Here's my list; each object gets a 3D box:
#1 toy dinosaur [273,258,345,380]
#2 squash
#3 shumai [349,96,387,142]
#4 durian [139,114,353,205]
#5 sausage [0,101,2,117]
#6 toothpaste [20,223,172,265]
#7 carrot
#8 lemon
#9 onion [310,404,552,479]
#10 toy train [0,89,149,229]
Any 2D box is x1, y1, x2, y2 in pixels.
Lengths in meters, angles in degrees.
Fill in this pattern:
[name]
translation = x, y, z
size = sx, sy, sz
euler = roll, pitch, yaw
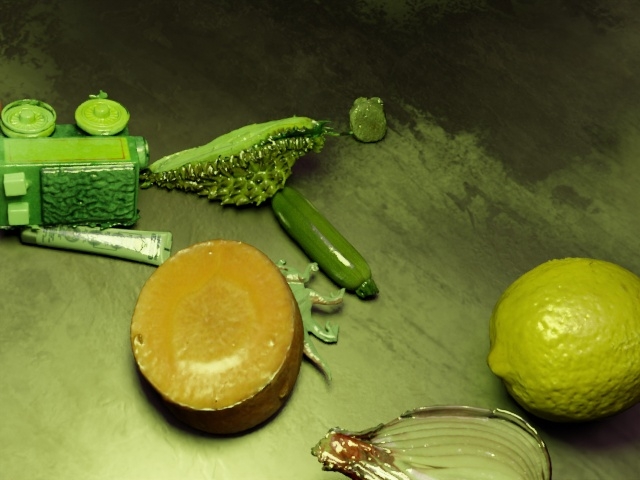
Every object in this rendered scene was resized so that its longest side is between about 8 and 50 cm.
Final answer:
[toy dinosaur]
translation = -0.040, 0.119, 1.742
size = 0.167, 0.053, 0.242
euler = -1, 58, -9
[squash]
translation = 0.000, 0.000, 1.817
size = 0.069, 0.069, 0.258
euler = -33, 67, -27
[shumai]
translation = 0.079, -0.225, 1.992
size = 0.083, 0.082, 0.080
euler = 23, 12, -29
[durian]
translation = -0.120, -0.130, 1.845
size = 0.375, 0.106, 0.132
euler = -13, 33, 9
[sausage]
translation = -0.585, -0.185, 1.843
size = 0.062, 0.062, 0.154
euler = 18, 56, 2
[toothpaste]
translation = -0.361, -0.001, 1.774
size = 0.239, 0.039, 0.062
euler = 7, 72, -6
[carrot]
translation = -0.153, 0.134, 1.665
size = 0.259, 0.100, 0.307
euler = 3, 62, -1
[lemon]
translation = 0.400, 0.151, 1.675
size = 0.311, 0.253, 0.253
euler = -10, 59, -17
[onion]
translation = 0.156, 0.361, 1.557
size = 0.349, 0.159, 0.267
euler = 15, 44, 9
[toy train]
translation = -0.407, -0.122, 1.763
size = 0.272, 0.159, 0.188
euler = -2, 43, -16
